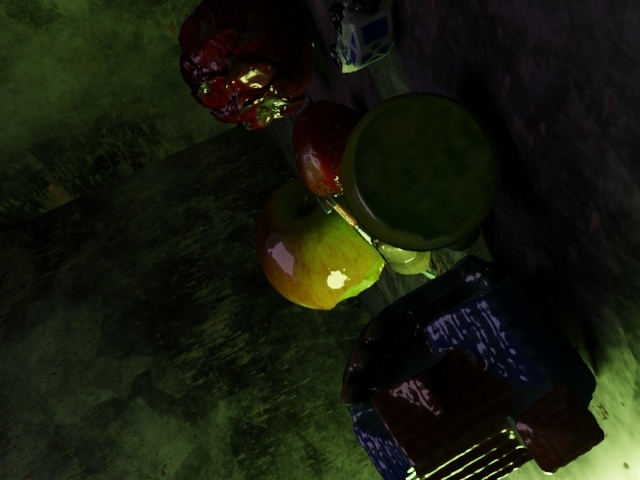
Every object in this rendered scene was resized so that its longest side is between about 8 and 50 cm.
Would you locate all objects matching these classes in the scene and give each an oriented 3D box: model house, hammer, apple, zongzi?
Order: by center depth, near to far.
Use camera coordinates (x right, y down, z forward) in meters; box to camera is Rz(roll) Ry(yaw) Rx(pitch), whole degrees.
[{"bbox_3d":[0.176,0.181,0.812,0.251,0.295,0.329,60,178,2],"label":"model house"},{"bbox_3d":[0.154,-0.045,1.267,0.194,0.099,0.197,52,-147,-58],"label":"zongzi"},{"bbox_3d":[0.078,-0.040,1.499,0.288,0.033,0.111,42,-165,-31],"label":"hammer"},{"bbox_3d":[0.000,0.000,1.678,0.339,0.340,0.339,155,90,-86],"label":"apple"}]

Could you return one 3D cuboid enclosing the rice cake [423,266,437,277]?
[{"bbox_3d":[0.182,0.043,1.348,0.121,0.021,0.022,28,164,-1],"label":"rice cake"}]

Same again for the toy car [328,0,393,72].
[{"bbox_3d":[0.061,-0.292,0.926,0.070,0.080,0.170,62,174,11],"label":"toy car"}]

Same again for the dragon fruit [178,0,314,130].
[{"bbox_3d":[-0.167,-0.413,1.499,0.329,0.329,0.329,155,90,-86],"label":"dragon fruit"}]

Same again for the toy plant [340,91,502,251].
[{"bbox_3d":[0.127,-0.077,0.874,0.224,0.184,0.316,46,-177,9],"label":"toy plant"}]

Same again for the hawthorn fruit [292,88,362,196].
[{"bbox_3d":[0.014,-0.203,1.347,0.235,0.181,0.181,58,175,2],"label":"hawthorn fruit"}]
